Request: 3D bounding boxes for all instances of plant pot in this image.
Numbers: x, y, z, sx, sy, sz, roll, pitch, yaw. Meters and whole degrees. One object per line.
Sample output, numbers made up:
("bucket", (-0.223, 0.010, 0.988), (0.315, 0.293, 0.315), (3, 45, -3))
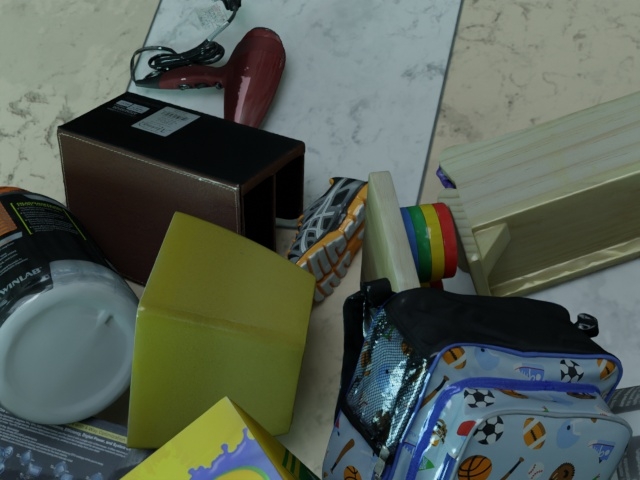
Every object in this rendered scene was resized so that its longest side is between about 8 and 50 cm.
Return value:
("plant pot", (-0.110, 0.120, 1.340), (0.187, 0.212, 0.212), (10, 33, 1))

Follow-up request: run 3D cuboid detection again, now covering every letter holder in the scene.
("letter holder", (-0.187, -0.050, 1.536), (0.302, 0.214, 0.152), (18, 35, 26))

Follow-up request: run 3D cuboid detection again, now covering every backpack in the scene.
("backpack", (0.136, 0.192, 1.040), (0.276, 0.263, 0.213), (10, 30, -26))

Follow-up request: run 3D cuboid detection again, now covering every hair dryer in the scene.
("hair dryer", (-0.152, -0.242, 1.685), (0.223, 0.080, 0.293), (-39, 50, 11))

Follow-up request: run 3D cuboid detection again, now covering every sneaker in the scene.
("sneaker", (0.000, 0.000, 1.477), (0.083, 0.084, 0.215), (25, 61, 31))

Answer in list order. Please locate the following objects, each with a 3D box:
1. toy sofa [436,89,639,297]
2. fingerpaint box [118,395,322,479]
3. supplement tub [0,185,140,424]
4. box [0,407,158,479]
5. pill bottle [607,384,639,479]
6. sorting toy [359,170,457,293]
("toy sofa", (0.330, -0.053, 1.362), (0.362, 0.150, 0.177), (-19, 52, 5))
("fingerpaint box", (-0.160, 0.399, 1.095), (0.445, 0.371, 0.163), (-39, 57, -2))
("supplement tub", (-0.367, 0.067, 1.437), (0.207, 0.207, 0.338), (-38, 38, -7))
("box", (-0.409, 0.348, 1.383), (0.395, 0.097, 0.318), (11, 66, 23))
("pill bottle", (0.331, 0.232, 1.128), (0.318, 0.176, 0.176), (-18, 53, 37))
("sorting toy", (0.117, 0.091, 1.289), (0.089, 0.255, 0.257), (-8, 57, -6))
